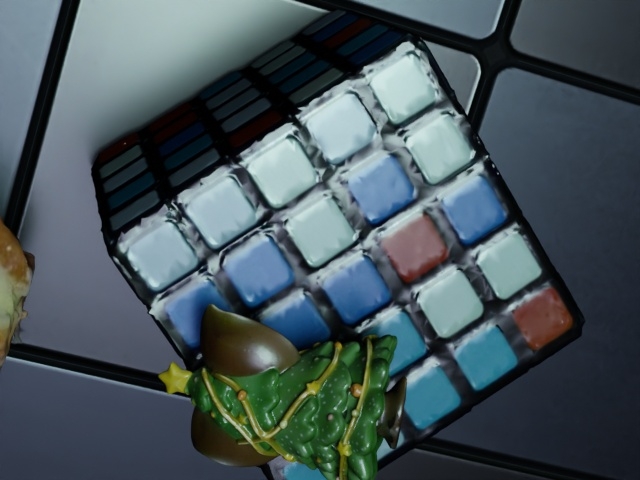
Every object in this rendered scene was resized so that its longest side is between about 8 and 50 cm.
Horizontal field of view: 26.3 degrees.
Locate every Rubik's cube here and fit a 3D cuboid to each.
[{"bbox_3d":[0.000,0.000,0.739,0.182,0.187,0.184,-33,110,-2],"label":"Rubik's cube"}]

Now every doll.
[{"bbox_3d":[-0.015,0.078,0.619,0.113,0.077,0.078,3,114,-12],"label":"doll"}]

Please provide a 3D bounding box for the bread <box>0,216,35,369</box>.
[{"bbox_3d":[-0.268,0.035,0.713,0.244,0.123,0.190,1,75,-24],"label":"bread"}]
